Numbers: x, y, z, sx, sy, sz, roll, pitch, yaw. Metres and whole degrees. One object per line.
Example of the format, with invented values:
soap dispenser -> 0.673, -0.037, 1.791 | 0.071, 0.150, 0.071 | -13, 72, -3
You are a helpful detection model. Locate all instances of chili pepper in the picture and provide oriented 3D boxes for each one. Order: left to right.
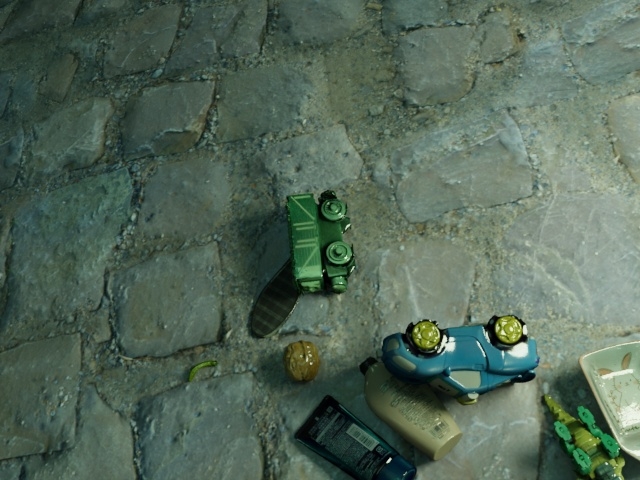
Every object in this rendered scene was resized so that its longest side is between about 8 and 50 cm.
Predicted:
chili pepper -> -0.281, 0.305, 1.765 | 0.083, 0.017, 0.030 | -27, 56, 3

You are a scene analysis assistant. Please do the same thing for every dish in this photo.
dish -> 0.590, 0.311, 1.389 | 0.154, 0.064, 0.234 | -13, 55, -4

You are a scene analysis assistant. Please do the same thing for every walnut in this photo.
walnut -> -0.043, 0.268, 1.661 | 0.079, 0.082, 0.096 | 2, 62, -15

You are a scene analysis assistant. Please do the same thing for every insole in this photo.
insole -> -0.074, 0.101, 1.812 | 0.110, 0.012, 0.309 | 26, 73, 32

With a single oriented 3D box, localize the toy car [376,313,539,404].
toy car -> 0.269, 0.240, 1.467 | 0.314, 0.198, 0.165 | -3, 71, -3

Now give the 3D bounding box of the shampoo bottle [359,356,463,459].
shampoo bottle -> 0.174, 0.334, 1.536 | 0.127, 0.078, 0.257 | -36, 55, -15

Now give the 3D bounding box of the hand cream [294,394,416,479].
hand cream -> 0.070, 0.429, 1.538 | 0.271, 0.061, 0.120 | 29, 72, 37

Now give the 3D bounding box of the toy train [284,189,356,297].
toy train -> 0.000, 0.000, 1.770 | 0.155, 0.115, 0.269 | -6, 66, 1

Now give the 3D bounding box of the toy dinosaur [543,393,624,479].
toy dinosaur -> 0.480, 0.366, 1.373 | 0.094, 0.153, 0.259 | -29, 46, 0
